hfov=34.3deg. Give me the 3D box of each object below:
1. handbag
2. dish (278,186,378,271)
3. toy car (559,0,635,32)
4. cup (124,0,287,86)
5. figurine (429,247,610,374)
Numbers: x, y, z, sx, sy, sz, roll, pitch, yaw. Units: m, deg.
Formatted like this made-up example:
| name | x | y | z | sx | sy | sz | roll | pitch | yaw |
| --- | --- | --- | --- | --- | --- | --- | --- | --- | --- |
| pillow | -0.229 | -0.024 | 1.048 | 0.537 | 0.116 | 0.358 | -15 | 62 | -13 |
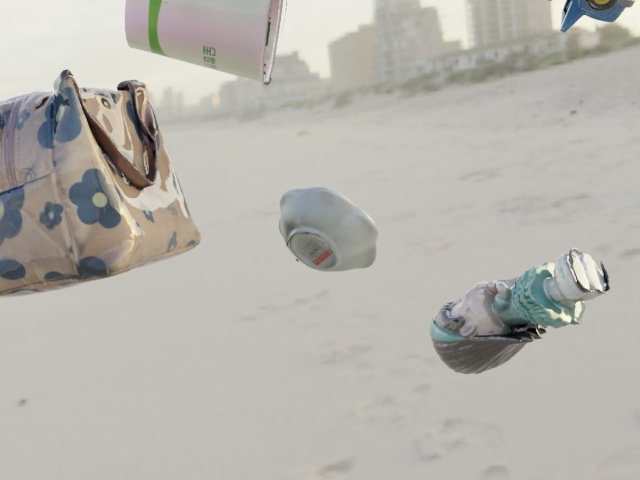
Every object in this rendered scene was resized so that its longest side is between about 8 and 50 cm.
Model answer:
| name | x | y | z | sx | sy | sz | roll | pitch | yaw |
| --- | --- | --- | --- | --- | --- | --- | --- | --- | --- |
| handbag | -0.242 | -0.055 | 1.006 | 0.190 | 0.193 | 0.251 | -8 | 4 | 13 |
| dish | 0.000 | 0.000 | 2.036 | 0.229 | 0.229 | 0.081 | -1 | 41 | 33 |
| toy car | 0.368 | -0.377 | 1.554 | 0.191 | 0.100 | 0.097 | 23 | 36 | 0 |
| cup | -0.205 | -0.420 | 1.886 | 0.274 | 0.253 | 0.253 | 8 | 7 | 1 |
| figurine | 0.252 | 0.093 | 1.322 | 0.138 | 0.110 | 0.245 | 7 | -29 | -45 |
